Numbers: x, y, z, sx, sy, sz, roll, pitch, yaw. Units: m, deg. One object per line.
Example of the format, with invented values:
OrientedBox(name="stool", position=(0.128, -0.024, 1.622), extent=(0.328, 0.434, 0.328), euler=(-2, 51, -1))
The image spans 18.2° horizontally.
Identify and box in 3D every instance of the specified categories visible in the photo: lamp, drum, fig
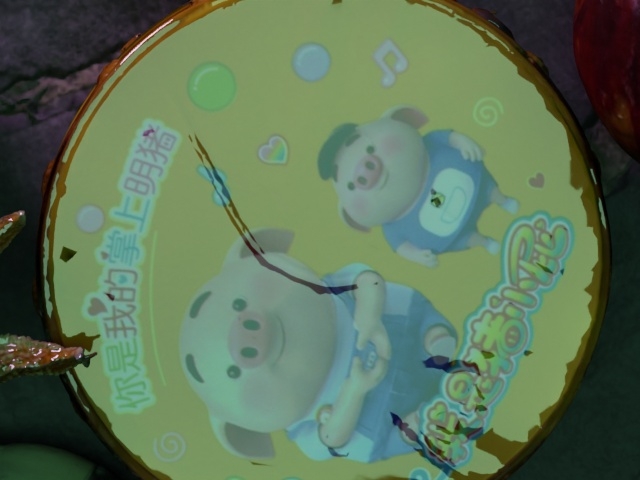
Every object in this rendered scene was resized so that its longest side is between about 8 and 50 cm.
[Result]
OrientedBox(name="lamp", position=(-0.190, 0.224, 1.573), extent=(0.250, 0.101, 0.101), euler=(27, 96, -3))
OrientedBox(name="drum", position=(0.000, 0.000, 1.498), extent=(0.431, 0.214, 0.431), euler=(-1, 97, -4))
OrientedBox(name="fig", position=(0.304, -0.152, 1.496), extent=(0.224, 0.224, 0.263), euler=(0, 105, -4))

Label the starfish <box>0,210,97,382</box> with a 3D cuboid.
OrientedBox(name="starfish", position=(-0.297, 0.094, 1.377), extent=(0.293, 0.084, 0.301), euler=(-39, 125, 17))
